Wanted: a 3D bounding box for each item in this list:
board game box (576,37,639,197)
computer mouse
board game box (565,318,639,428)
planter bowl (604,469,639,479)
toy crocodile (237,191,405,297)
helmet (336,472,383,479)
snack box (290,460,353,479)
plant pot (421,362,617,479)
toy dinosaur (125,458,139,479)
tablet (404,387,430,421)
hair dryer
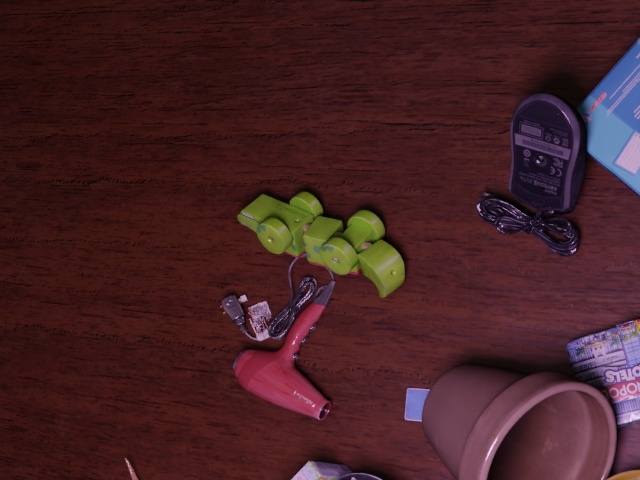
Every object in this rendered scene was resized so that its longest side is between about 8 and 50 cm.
[{"bbox_3d":[0.580,-0.159,1.817,0.254,0.079,0.336,-49,62,10],"label":"board game box"},{"bbox_3d":[0.356,-0.122,1.878,0.188,0.072,0.272,26,132,27],"label":"computer mouse"},{"bbox_3d":[0.484,0.224,1.791,0.194,0.060,0.194,-19,70,22],"label":"board game box"},{"bbox_3d":[0.471,0.450,1.710,0.217,0.090,0.217,0,62,1],"label":"planter bowl"},{"bbox_3d":[0.000,0.000,2.072,0.340,0.105,0.115,19,46,30],"label":"toy crocodile"},{"bbox_3d":[0.074,0.459,1.889,0.169,0.161,0.169,-6,76,26],"label":"helmet"},{"bbox_3d":[-0.009,0.414,1.954,0.100,0.141,0.037,-49,61,10],"label":"snack box"},{"bbox_3d":[0.275,0.297,1.787,0.229,0.263,0.263,27,92,54],"label":"plant pot"},{"bbox_3d":[-0.277,0.486,2.133,0.211,0.064,0.112,15,68,20],"label":"toy dinosaur"},{"bbox_3d":[0.181,0.275,1.965,0.083,0.006,0.054,1,79,28],"label":"tablet"},{"bbox_3d":[-0.058,0.182,2.068,0.223,0.080,0.293,-27,68,19],"label":"hair dryer"}]
